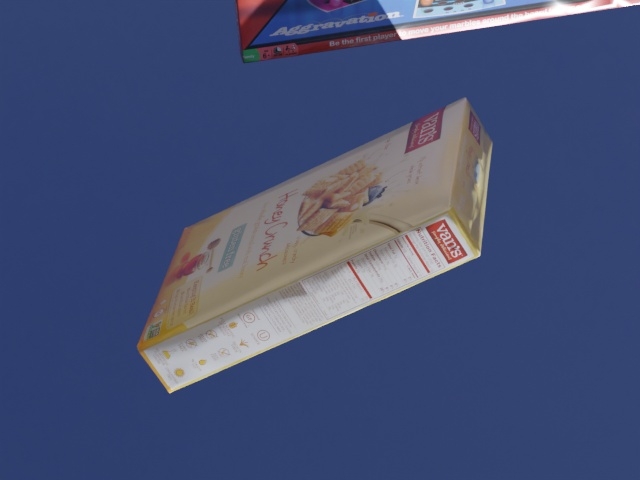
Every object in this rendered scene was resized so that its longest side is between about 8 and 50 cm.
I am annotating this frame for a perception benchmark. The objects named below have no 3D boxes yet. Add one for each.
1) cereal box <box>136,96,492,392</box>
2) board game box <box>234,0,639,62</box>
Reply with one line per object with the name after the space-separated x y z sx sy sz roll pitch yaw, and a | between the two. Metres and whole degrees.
0.000 0.000 1.205 0.240 0.047 0.173 -25 -158 19 | cereal box
0.084 -0.192 1.062 0.281 0.145 0.027 -9 -141 -6 | board game box
